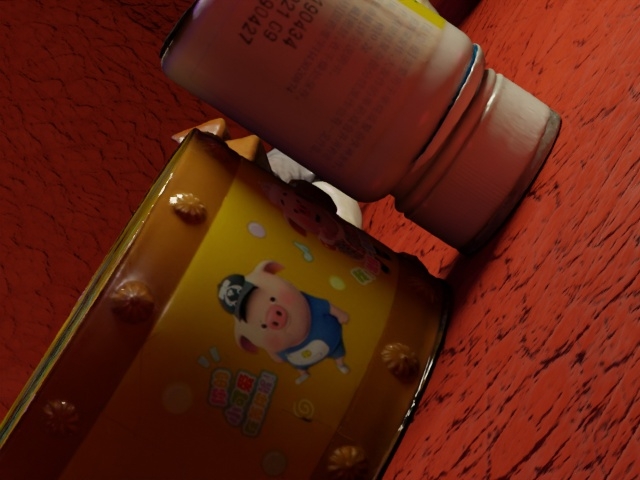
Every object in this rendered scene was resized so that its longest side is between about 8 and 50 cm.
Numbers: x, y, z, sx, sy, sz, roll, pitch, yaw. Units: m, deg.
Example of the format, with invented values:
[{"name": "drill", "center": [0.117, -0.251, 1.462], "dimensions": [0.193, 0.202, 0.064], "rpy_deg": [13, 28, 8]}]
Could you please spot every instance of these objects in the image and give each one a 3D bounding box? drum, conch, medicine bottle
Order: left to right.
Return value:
[{"name": "drum", "center": [-0.110, 0.146, 1.308], "dimensions": [0.431, 0.214, 0.431], "rpy_deg": [-56, 7, 10]}, {"name": "conch", "center": [0.008, 0.007, 1.875], "dimensions": [0.104, 0.094, 0.176], "rpy_deg": [-43, 34, 5]}, {"name": "medicine bottle", "center": [0.029, -0.107, 1.297], "dimensions": [0.143, 0.258, 0.143], "rpy_deg": [-55, 5, 7]}]

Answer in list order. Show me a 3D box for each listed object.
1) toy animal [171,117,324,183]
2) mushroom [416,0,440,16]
[{"name": "toy animal", "center": [-0.086, -0.040, 1.949], "dimensions": [0.298, 0.122, 0.185], "rpy_deg": [-37, -45, -37]}, {"name": "mushroom", "center": [0.038, -0.217, 2.156], "dimensions": [0.243, 0.243, 0.243], "rpy_deg": [-56, 6, 9]}]
